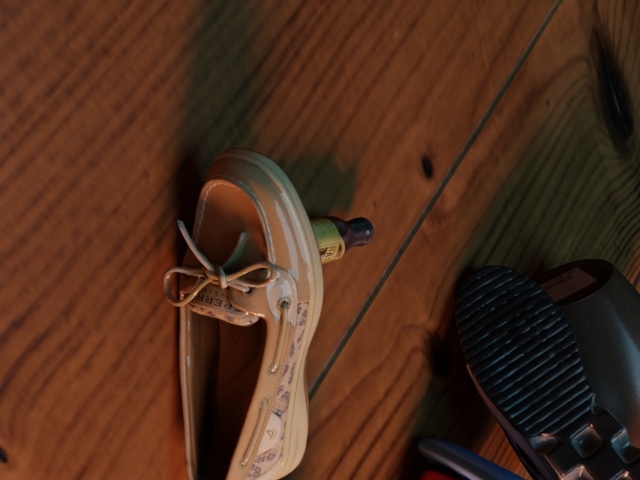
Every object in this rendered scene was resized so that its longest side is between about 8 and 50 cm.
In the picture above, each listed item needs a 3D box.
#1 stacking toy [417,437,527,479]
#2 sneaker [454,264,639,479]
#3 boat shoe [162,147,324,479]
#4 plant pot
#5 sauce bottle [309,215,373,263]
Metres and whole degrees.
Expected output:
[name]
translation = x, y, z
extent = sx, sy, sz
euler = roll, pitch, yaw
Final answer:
[stacking toy]
translation = 0.116, 0.368, 1.234
extent = 0.175, 0.165, 0.302
euler = 41, 77, -33
[sneaker]
translation = 0.235, 0.185, 1.290
extent = 0.122, 0.331, 0.146
euler = -27, 168, -12
[boat shoe]
translation = -0.062, 0.073, 0.936
extent = 0.089, 0.104, 0.285
euler = -28, 122, -49
[plant pot]
translation = 0.323, 0.146, 1.409
extent = 0.215, 0.215, 0.230
euler = -40, 114, -39
[sauce bottle]
translation = 0.000, 0.000, 1.050
extent = 0.128, 0.042, 0.042
euler = -13, 110, -49
